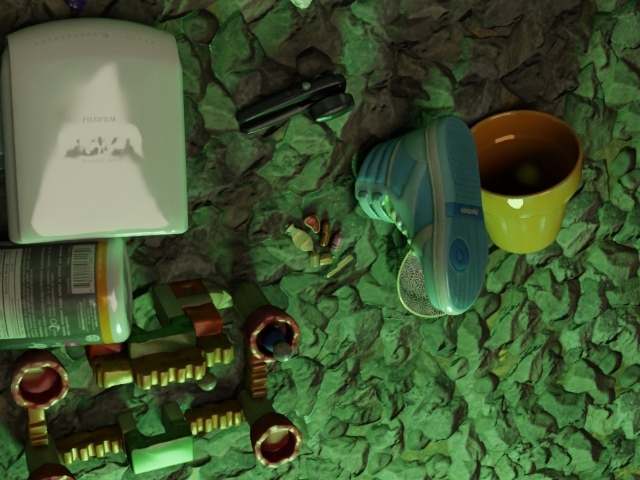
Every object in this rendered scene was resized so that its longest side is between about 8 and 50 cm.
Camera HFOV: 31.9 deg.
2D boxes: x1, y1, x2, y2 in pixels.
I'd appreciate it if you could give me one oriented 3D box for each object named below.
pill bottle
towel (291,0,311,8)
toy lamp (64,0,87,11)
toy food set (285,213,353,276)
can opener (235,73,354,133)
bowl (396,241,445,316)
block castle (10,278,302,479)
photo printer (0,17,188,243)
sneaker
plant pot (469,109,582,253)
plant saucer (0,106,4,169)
[{"bbox_3d":[-0.419,0.076,1.628,0.278,0.162,0.162,-3,117,-4],"label":"pill bottle"},{"bbox_3d":[-0.047,-0.545,1.571,0.317,0.053,0.332,30,99,-31],"label":"towel"},{"bbox_3d":[-0.446,-0.354,1.475,0.275,0.080,0.080,1,114,-25],"label":"toy lamp"},{"bbox_3d":[0.000,0.000,1.889,0.078,0.019,0.122,-38,116,-3],"label":"toy food set"},{"bbox_3d":[-0.042,-0.213,1.740,0.186,0.073,0.059,-15,129,-6],"label":"can opener"},{"bbox_3d":[0.194,0.042,1.958,0.170,0.080,0.170,-10,118,-19],"label":"bowl"},{"bbox_3d":[-0.256,0.254,1.785,0.453,0.213,0.303,-10,118,-19],"label":"block castle"},{"bbox_3d":[-0.316,-0.157,1.576,0.256,0.107,0.307,-3,98,-19],"label":"photo printer"},{"bbox_3d":[0.152,-0.028,1.807,0.127,0.208,0.319,17,68,-47],"label":"sneaker"},{"bbox_3d":[0.342,-0.085,1.905,0.205,0.205,0.188,-27,139,-10],"label":"plant pot"},{"bbox_3d":[-0.476,-0.156,1.594,0.119,0.021,0.119,-11,119,-20],"label":"plant saucer"}]
